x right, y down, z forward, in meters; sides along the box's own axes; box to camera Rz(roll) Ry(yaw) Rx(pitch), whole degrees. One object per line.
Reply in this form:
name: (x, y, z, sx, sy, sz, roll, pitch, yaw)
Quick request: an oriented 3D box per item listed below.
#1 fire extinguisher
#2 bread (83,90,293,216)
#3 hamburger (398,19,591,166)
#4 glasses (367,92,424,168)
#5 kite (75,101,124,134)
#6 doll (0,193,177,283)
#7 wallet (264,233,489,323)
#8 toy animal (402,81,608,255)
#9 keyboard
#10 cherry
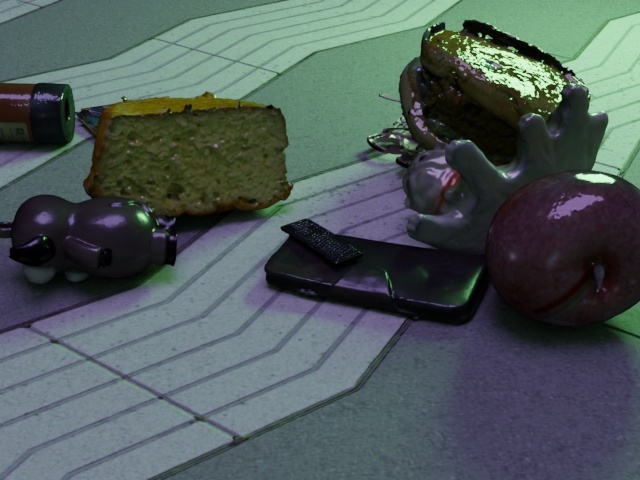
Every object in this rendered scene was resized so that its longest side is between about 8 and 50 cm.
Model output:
fire extinguisher: (-0.647, -0.228, 2.106, 0.376, 0.113, 0.200, 1, -15, -1)
bread: (-0.225, -0.143, 1.815, 0.340, 0.194, 0.179, -6, 21, -23)
hamburger: (0.283, -0.229, 1.912, 0.318, 0.195, 0.277, 31, 36, 5)
glasses: (0.190, -0.190, 2.031, 0.162, 0.095, 0.255, 1, 27, -28)
kite: (-0.393, -0.229, 2.179, 0.183, 0.014, 0.241, 7, 28, 6)
doll: (-0.338, -0.006, 1.638, 0.257, 0.117, 0.182, -3, 23, -9)
wallet: (0.082, 0.043, 1.633, 0.310, 0.042, 0.165, 10, 27, 18)
toy animal: (0.275, -0.120, 1.748, 0.266, 0.307, 0.188, 21, 6, -19)
keyboard: (0.000, 0.000, 1.668, 0.053, 0.010, 0.155, -20, 30, -28)
cherry: (0.342, 0.007, 1.525, 0.236, 0.212, 0.285, 8, 18, -3)
